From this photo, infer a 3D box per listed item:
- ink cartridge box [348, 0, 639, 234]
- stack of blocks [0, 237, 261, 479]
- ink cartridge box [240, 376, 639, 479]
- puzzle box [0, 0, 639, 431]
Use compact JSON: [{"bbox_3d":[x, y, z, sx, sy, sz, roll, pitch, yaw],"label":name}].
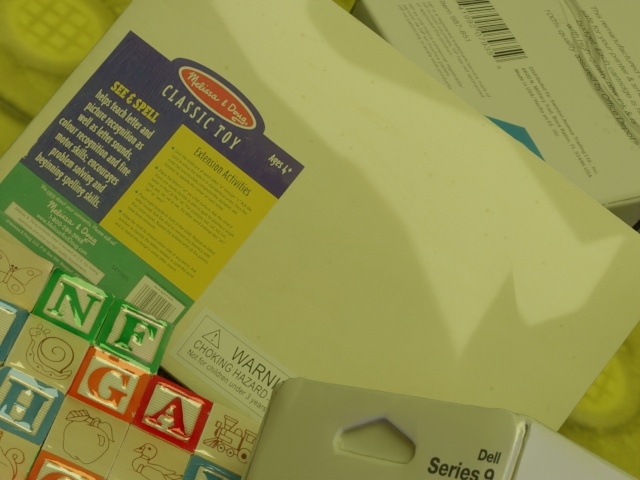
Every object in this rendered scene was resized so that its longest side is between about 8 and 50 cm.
[{"bbox_3d":[0.178,-0.088,1.406,0.307,0.129,0.223,-11,60,-34],"label":"ink cartridge box"},{"bbox_3d":[-0.148,0.125,1.093,0.297,0.087,0.171,26,46,-6],"label":"stack of blocks"},{"bbox_3d":[0.115,0.193,1.013,0.289,0.211,0.122,31,72,-35],"label":"ink cartridge box"},{"bbox_3d":[0.000,0.000,1.201,0.409,0.052,0.272,38,81,4],"label":"puzzle box"}]
